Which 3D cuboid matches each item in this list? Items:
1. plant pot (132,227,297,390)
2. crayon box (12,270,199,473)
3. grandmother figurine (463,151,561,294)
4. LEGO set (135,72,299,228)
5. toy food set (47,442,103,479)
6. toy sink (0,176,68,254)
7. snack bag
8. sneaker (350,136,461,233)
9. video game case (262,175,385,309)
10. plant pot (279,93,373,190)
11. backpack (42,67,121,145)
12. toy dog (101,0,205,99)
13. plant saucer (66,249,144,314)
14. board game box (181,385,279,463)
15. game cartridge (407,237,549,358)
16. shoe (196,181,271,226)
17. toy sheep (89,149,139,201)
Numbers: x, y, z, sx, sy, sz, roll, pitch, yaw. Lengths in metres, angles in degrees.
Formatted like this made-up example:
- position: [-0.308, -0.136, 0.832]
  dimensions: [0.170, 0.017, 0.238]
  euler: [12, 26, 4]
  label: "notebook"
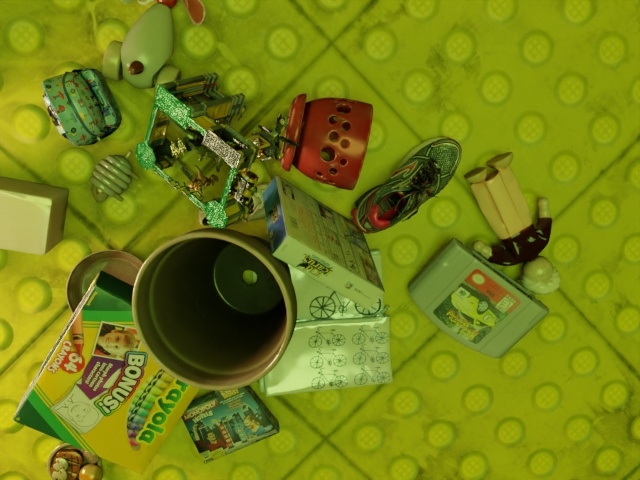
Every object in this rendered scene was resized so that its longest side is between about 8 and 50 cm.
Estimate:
- position: [-0.187, 0.112, 1.480]
  dimensions: [0.323, 0.280, 0.323]
  euler: [2, 102, 10]
  label: "plant pot"
- position: [-0.441, 0.298, 1.569]
  dimensions: [0.313, 0.106, 0.363]
  euler: [30, 100, -18]
  label: "crayon box"
- position: [0.453, -0.021, 1.642]
  dimensions: [0.208, 0.104, 0.342]
  euler: [-29, 100, 9]
  label: "grandmother figurine"
- position: [-0.210, -0.197, 1.481]
  dimensions: [0.331, 0.192, 0.255]
  euler: [32, 126, 24]
  label: "LEGO set"
- position: [-0.576, 0.534, 1.660]
  dimensions: [0.132, 0.038, 0.192]
  euler: [14, 99, -9]
  label: "toy food set"
- position: [-0.670, -0.057, 1.478]
  dimensions: [0.234, 0.153, 0.131]
  euler: [10, 100, -9]
  label: "toy sink"
- position: [0.008, 0.191, 1.663]
  dimensions: [0.323, 0.037, 0.342]
  euler: [-4, 101, -5]
  label: "snack bag"
- position: [0.208, -0.117, 1.574]
  dimensions: [0.299, 0.112, 0.121]
  euler: [-43, 101, -11]
  label: "sneaker"
- position: [0.000, 0.000, 1.482]
  dimensions: [0.244, 0.269, 0.061]
  euler: [30, 112, -23]
  label: "video game case"
- position: [0.009, -0.216, 1.506]
  dimensions: [0.174, 0.191, 0.191]
  euler: [12, 99, -6]
  label: "plant pot"
- position: [-0.490, -0.274, 1.444]
  dimensions: [0.117, 0.173, 0.158]
  euler: [-23, 102, -2]
  label: "backpack"
- position: [-0.342, -0.444, 1.434]
  dimensions: [0.220, 0.161, 0.333]
  euler: [-2, 101, -6]
  label: "toy dog"
- position: [-0.468, 0.115, 1.593]
  dimensions: [0.199, 0.036, 0.198]
  euler: [-1, 101, -7]
  label: "plant saucer"
- position: [-0.222, 0.397, 1.664]
  dimensions: [0.194, 0.060, 0.194]
  euler: [-22, 102, -2]
  label: "board game box"
- position: [0.362, 0.148, 1.660]
  dimensions: [0.294, 0.060, 0.196]
  euler: [35, 117, -10]
  label: "game cartridge"
- position: [-0.169, -0.074, 1.578]
  dimensions: [0.219, 0.058, 0.076]
  euler: [-18, 103, -3]
  label: "shoe"
- position: [-0.446, -0.139, 1.524]
  dimensions: [0.091, 0.091, 0.132]
  euler: [35, 82, -12]
  label: "toy sheep"
